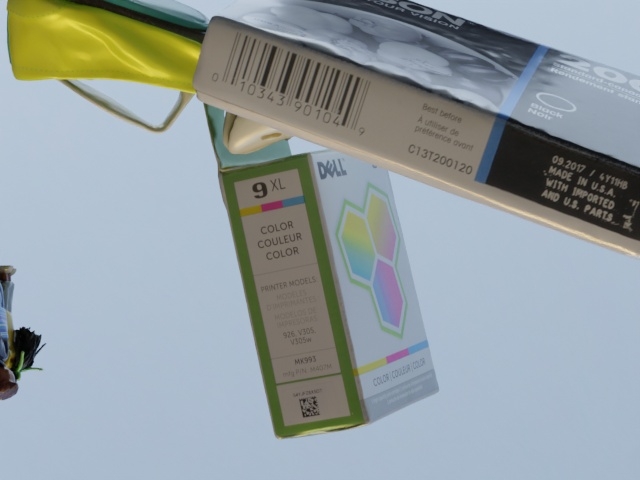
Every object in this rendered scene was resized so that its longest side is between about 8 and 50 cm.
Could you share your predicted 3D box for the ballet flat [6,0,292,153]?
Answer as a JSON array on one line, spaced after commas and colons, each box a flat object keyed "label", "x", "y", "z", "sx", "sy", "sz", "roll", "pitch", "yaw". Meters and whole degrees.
[{"label": "ballet flat", "x": -0.059, "y": -0.089, "z": 1.071, "sx": 0.231, "sy": 0.077, "sz": 0.077, "roll": 14, "pitch": -73, "yaw": -13}]

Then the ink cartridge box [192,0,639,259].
[{"label": "ink cartridge box", "x": 0.067, "y": -0.072, "z": 0.914, "sx": 0.206, "sy": 0.208, "sz": 0.045, "roll": 20, "pitch": -71, "yaw": 7}]

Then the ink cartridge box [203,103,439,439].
[{"label": "ink cartridge box", "x": 0.000, "y": 0.000, "z": 1.128, "sx": 0.062, "sy": 0.109, "sz": 0.209, "roll": -13, "pitch": -90, "yaw": 24}]

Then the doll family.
[{"label": "doll family", "x": -0.256, "y": 0.072, "z": 1.516, "sx": 0.076, "sy": 0.193, "sz": 0.111, "roll": -4, "pitch": -99, "yaw": 3}]
